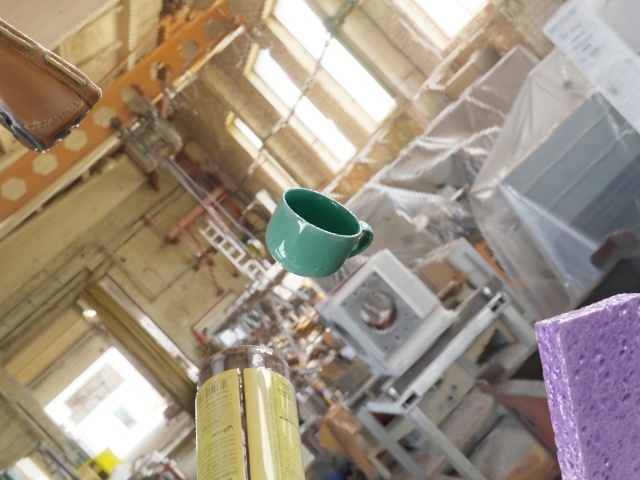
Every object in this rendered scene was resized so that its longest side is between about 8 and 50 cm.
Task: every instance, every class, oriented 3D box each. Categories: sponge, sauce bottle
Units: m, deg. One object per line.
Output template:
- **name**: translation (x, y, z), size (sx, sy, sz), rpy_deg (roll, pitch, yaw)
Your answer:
- **sponge**: translation (0.256, 0.159, 0.725), size (0.117, 0.210, 0.031), rpy_deg (-14, 6, -32)
- **sauce bottle**: translation (-0.066, 0.265, 0.784), size (0.111, 0.111, 0.344), rpy_deg (-43, 35, 31)

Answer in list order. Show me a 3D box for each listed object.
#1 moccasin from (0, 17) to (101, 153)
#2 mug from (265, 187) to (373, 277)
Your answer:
- **moccasin**: translation (-0.437, -0.279, 0.991), size (0.147, 0.380, 0.139), rpy_deg (-51, 8, -15)
- **mug**: translation (-0.005, 0.002, 1.224), size (0.097, 0.158, 0.129), rpy_deg (-62, 5, 24)
